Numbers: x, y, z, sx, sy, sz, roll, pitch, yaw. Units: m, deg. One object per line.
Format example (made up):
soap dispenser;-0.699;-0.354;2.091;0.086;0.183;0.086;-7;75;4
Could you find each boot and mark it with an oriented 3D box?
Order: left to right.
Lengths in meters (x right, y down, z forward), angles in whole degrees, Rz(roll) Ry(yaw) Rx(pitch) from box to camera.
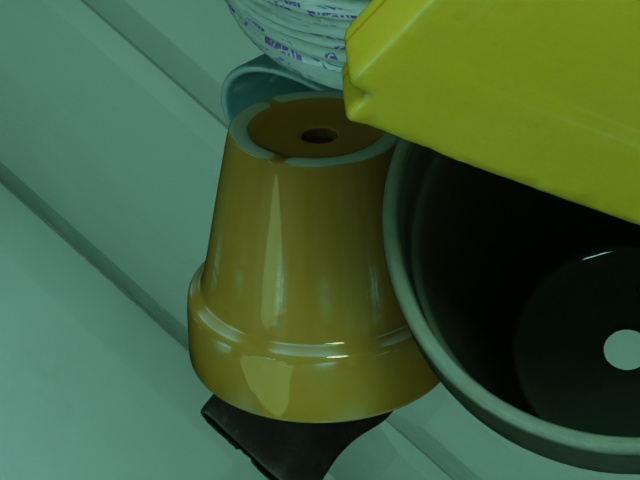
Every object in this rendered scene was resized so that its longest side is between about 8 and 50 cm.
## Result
boot;-0.028;0.067;1.422;0.248;0.207;0.090;47;161;-12

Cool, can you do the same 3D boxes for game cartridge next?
game cartridge;0.207;-0.111;0.877;0.323;0.053;0.285;19;140;-28

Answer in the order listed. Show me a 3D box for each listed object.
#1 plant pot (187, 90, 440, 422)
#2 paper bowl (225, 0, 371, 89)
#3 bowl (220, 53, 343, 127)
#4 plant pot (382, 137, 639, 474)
plant pot;0.000;0.000;1.263;0.205;0.205;0.188;27;131;40
paper bowl;0.070;-0.205;1.013;0.284;0.284;0.148;30;158;34
bowl;0.084;-0.082;1.451;0.311;0.163;0.311;39;162;15
plant pot;0.218;0.035;1.209;0.323;0.323;0.280;36;166;22
